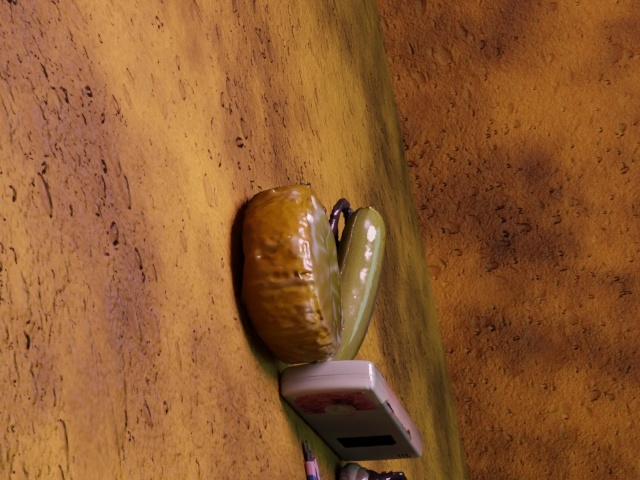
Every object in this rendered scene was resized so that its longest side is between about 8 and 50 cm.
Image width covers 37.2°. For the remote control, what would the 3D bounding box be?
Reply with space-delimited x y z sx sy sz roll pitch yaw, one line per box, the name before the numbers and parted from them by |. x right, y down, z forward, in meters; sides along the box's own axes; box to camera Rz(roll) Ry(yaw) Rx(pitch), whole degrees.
remote control | 0.055 0.269 1.463 0.344 0.145 0.050 60 27 -56

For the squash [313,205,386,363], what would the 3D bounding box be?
squash | 0.044 0.107 1.563 0.094 0.094 0.341 47 55 -65

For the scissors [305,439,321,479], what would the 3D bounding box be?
scissors | -0.010 0.352 1.410 0.039 0.012 0.113 -21 100 -76

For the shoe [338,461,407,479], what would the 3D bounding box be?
shoe | 0.084 0.451 1.506 0.227 0.112 0.099 -88 163 -47

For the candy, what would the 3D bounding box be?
candy | -0.036 0.048 1.341 0.260 0.118 0.260 -9 90 -81

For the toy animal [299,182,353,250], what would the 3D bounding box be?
toy animal | 0.000 0.000 1.624 0.233 0.084 0.148 70 32 -56
